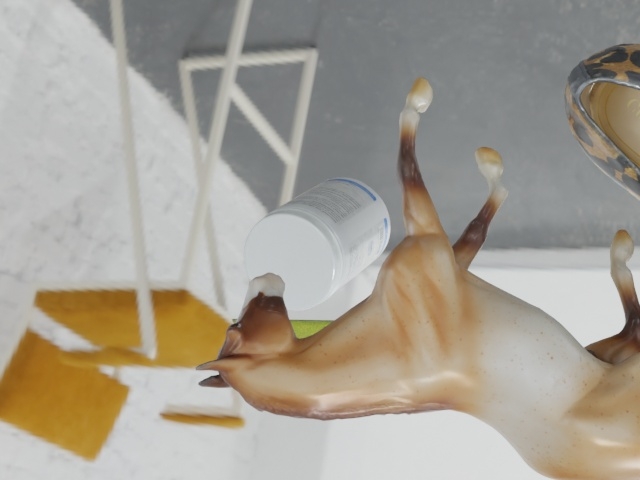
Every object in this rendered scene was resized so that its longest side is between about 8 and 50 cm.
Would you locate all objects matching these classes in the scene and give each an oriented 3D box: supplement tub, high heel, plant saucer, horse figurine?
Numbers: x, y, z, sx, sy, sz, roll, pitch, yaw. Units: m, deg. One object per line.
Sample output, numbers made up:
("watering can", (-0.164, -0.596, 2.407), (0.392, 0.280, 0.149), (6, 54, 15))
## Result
("supplement tub", (0.000, 0.000, 0.752), (0.071, 0.071, 0.107), (-1, -165, 26))
("high heel", (0.232, 0.001, 0.519), (0.186, 0.261, 0.093), (7, 124, -46))
("plant saucer", (-0.001, 0.119, 1.314), (0.188, 0.045, 0.188), (1, 175, 6))
("horse figurine", (0.098, 0.042, 0.497), (0.263, 0.174, 0.066), (28, 150, -7))
